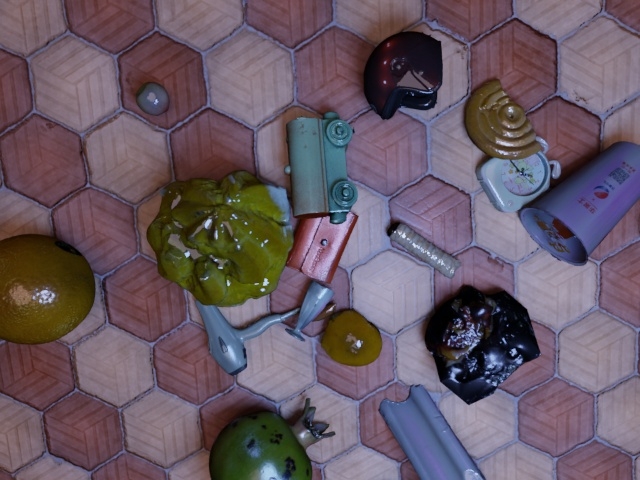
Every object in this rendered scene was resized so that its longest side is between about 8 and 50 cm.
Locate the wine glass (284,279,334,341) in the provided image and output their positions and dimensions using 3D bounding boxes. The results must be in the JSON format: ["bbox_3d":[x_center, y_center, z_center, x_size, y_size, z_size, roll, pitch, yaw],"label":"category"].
[{"bbox_3d":[-0.029,0.189,1.150,0.073,0.073,0.155,29,87,-4],"label":"wine glass"}]

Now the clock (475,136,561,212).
[{"bbox_3d":[0.519,-0.174,1.117,0.191,0.062,0.151,-31,95,4],"label":"clock"}]

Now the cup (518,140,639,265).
[{"bbox_3d":[0.681,-0.101,1.076,0.288,0.203,0.203,-43,96,-1],"label":"cup"}]

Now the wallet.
[{"bbox_3d":[0.000,0.000,1.151,0.142,0.045,0.204,22,98,-3],"label":"wallet"}]

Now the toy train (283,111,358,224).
[{"bbox_3d":[-0.003,-0.178,1.068,0.177,0.116,0.285,-4,84,-6],"label":"toy train"}]

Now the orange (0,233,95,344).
[{"bbox_3d":[-0.706,0.118,1.061,0.274,0.274,0.274,0,98,0],"label":"orange"}]

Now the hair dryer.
[{"bbox_3d":[-0.220,0.203,1.178,0.229,0.092,0.267,44,82,1],"label":"hair dryer"}]

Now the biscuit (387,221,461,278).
[{"bbox_3d":[0.278,0.023,1.149,0.219,0.055,0.061,35,86,-4],"label":"biscuit"}]

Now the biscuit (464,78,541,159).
[{"bbox_3d":[0.442,-0.296,1.082,0.144,0.033,0.224,-24,77,4],"label":"biscuit"}]

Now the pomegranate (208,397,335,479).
[{"bbox_3d":[-0.121,0.575,1.115,0.323,0.291,0.291,-28,97,4],"label":"pomegranate"}]

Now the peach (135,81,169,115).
[{"bbox_3d":[-0.423,-0.358,1.089,0.083,0.083,0.083,0,98,0],"label":"peach"}]

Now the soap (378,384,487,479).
[{"bbox_3d":[0.328,0.594,1.233,0.159,0.258,0.302,-34,52,5],"label":"soap"}]

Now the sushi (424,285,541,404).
[{"bbox_3d":[0.397,0.242,1.119,0.212,0.215,0.227,41,117,0],"label":"sushi"}]

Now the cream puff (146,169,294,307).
[{"bbox_3d":[-0.243,-0.006,1.037,0.378,0.275,0.378,0,99,0],"label":"cream puff"}]

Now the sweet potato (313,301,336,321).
[{"bbox_3d":[0.008,0.199,1.185,0.095,0.034,0.034,-33,96,15],"label":"sweet potato"}]

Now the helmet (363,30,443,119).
[{"bbox_3d":[0.201,-0.391,1.025,0.193,0.189,0.216,42,100,4],"label":"helmet"}]

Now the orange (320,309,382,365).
[{"bbox_3d":[0.088,0.271,1.161,0.170,0.112,0.160,-11,97,-10],"label":"orange"}]
